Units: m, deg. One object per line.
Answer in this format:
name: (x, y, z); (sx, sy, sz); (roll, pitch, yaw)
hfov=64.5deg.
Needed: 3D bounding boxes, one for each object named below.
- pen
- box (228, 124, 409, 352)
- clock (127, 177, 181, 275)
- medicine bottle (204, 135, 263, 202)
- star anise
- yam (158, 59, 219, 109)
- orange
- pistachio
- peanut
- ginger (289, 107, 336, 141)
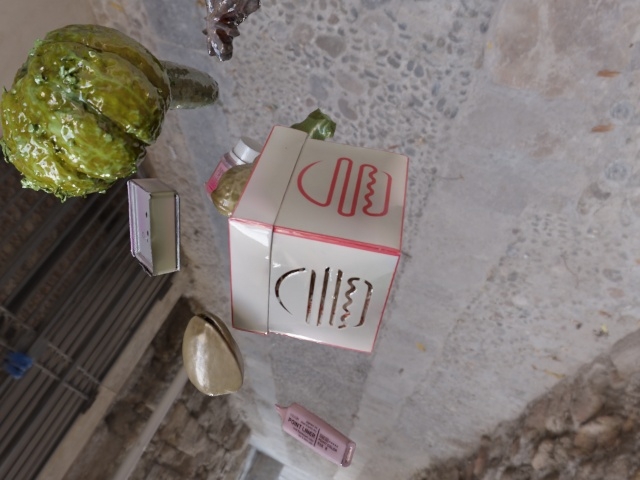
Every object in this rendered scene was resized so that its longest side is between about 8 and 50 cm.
pen: (-0.020, 0.313, 0.847); (0.032, 0.053, 0.197); (21, 173, -40)
box: (0.000, 0.000, 1.032); (0.300, 0.312, 0.314); (11, 134, 3)
clock: (-0.377, -0.034, 1.150); (0.147, 0.071, 0.192); (27, 120, 48)
medicine bottle: (-0.296, -0.238, 1.785); (0.147, 0.147, 0.247); (33, 114, -10)
star anise: (-0.227, -0.550, 1.232); (0.110, 0.198, 0.257); (-9, 153, -26)
yam: (-0.389, -0.395, 1.305); (0.133, 0.330, 0.133); (6, 102, 31)
orange: (-0.402, -0.221, 0.849); (0.301, 0.300, 0.223); (-29, 135, 26)
pistachio: (-0.208, 0.220, 0.981); (0.126, 0.108, 0.185); (4, 120, 40)
peanut: (-0.172, -0.146, 1.333); (0.136, 0.298, 0.120); (36, 130, 15)
ginger: (-0.070, -0.280, 1.538); (0.290, 0.089, 0.137); (-29, 89, 23)
